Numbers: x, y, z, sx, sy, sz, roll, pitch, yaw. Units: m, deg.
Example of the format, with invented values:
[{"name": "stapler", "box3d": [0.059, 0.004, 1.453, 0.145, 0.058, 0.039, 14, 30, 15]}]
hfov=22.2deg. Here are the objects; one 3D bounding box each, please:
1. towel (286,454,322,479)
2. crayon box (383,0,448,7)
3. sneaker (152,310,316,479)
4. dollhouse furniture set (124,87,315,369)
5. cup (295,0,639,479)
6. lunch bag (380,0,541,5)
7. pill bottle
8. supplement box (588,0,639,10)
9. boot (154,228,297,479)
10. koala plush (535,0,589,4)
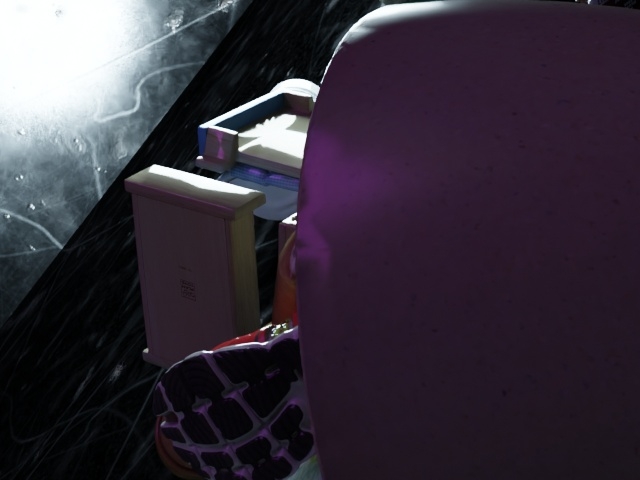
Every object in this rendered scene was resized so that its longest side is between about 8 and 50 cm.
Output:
[{"name": "towel", "box3d": [-0.039, 0.246, 1.159, 0.374, 0.090, 0.320, -46, 17, 15]}, {"name": "crayon box", "box3d": [0.126, -0.058, 1.168, 0.083, 0.203, 0.323, -13, 16, -6]}, {"name": "sneaker", "box3d": [0.003, 0.090, 1.139, 0.279, 0.107, 0.118, -26, 3, 34]}, {"name": "dollhouse furniture set", "box3d": [0.000, 0.000, 1.628, 0.286, 0.198, 0.303, 16, 32, 34]}, {"name": "cup", "box3d": [0.167, 0.035, 0.747, 0.237, 0.331, 0.331, -8, 37, 26]}, {"name": "lunch bag", "box3d": [0.154, -0.350, 1.730, 0.256, 0.212, 0.305, -50, 17, 6]}, {"name": "pill bottle", "box3d": [-0.041, -0.114, 1.931, 0.108, 0.108, 0.180, -42, 18, 30]}, {"name": "supplement box", "box3d": [0.246, -0.076, 0.964, 0.130, 0.073, 0.239, -36, 45, 35]}, {"name": "boot", "box3d": [-0.028, 0.067, 1.265, 0.236, 0.089, 0.269, -38, -14, -19]}, {"name": "koala plush", "box3d": [0.175, -0.252, 1.090, 0.203, 0.196, 0.221, -19, -7, -7]}]
